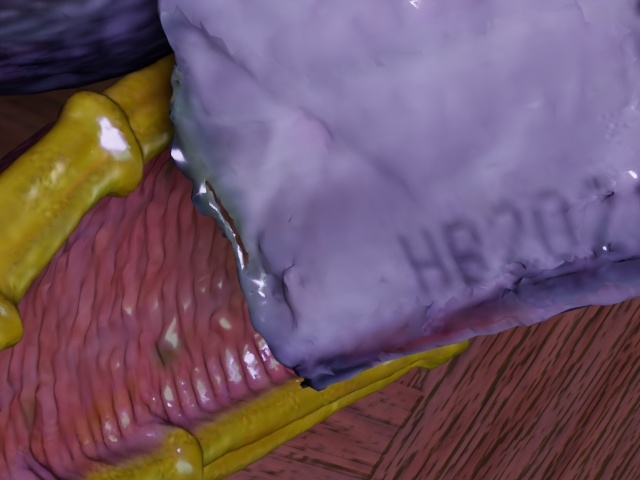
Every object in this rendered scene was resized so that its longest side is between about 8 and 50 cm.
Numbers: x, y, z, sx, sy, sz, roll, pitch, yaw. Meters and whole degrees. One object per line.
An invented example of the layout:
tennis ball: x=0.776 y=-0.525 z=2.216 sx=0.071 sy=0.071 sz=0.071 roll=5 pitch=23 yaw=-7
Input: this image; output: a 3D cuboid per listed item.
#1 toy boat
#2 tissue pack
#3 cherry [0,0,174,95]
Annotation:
toy boat: x=-0.027 y=0.012 z=0.523 sx=0.318 sy=0.099 sz=0.141 roll=-19 pitch=123 yaw=-50
tissue pack: x=0.184 y=-0.090 z=0.516 sx=0.394 sy=0.288 sz=0.124 roll=-25 pitch=98 yaw=-54
cherry: x=-0.080 y=-0.165 z=0.481 sx=0.296 sy=0.218 sz=0.255 roll=70 pitch=36 yaw=-66
